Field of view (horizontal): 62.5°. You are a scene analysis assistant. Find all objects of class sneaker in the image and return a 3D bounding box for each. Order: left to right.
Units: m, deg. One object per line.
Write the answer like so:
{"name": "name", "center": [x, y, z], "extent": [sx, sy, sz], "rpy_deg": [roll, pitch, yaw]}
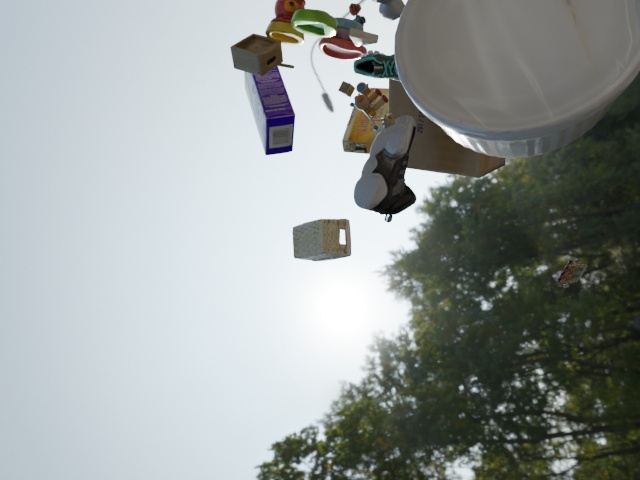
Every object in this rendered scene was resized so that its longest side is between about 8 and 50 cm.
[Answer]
{"name": "sneaker", "center": [0.140, -0.353, 1.083], "extent": [0.076, 0.167, 0.064], "rpy_deg": [-33, -52, -45]}
{"name": "sneaker", "center": [0.194, -0.179, 1.362], "extent": [0.153, 0.101, 0.268], "rpy_deg": [32, -98, -42]}

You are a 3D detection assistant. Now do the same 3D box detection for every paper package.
{"name": "paper package", "center": [0.353, -0.356, 1.457], "extent": [0.168, 0.310, 0.324], "rpy_deg": [-30, -55, -46]}

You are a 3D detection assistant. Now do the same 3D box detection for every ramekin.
{"name": "ramekin", "center": [0.236, -0.224, 0.629], "extent": [0.127, 0.273, 0.272], "rpy_deg": [32, -139, -62]}

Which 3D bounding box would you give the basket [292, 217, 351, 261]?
{"name": "basket", "center": [0.000, 0.000, 1.553], "extent": [0.103, 0.167, 0.113], "rpy_deg": [2, -100, -36]}

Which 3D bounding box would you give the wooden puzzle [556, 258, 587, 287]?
{"name": "wooden puzzle", "center": [0.520, 0.069, 1.091], "extent": [0.006, 0.049, 0.083], "rpy_deg": [48, -113, -15]}

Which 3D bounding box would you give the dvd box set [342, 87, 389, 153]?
{"name": "dvd box set", "center": [0.314, -0.420, 1.867], "extent": [0.062, 0.421, 0.307], "rpy_deg": [77, -154, -51]}

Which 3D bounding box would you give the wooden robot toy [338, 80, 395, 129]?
{"name": "wooden robot toy", "center": [0.107, -0.338, 1.262], "extent": [0.173, 0.076, 0.079], "rpy_deg": [50, -164, 22]}

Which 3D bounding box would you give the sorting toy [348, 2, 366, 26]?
{"name": "sorting toy", "center": [0.143, -0.822, 1.928], "extent": [0.102, 0.042, 0.061], "rpy_deg": [42, -131, -43]}

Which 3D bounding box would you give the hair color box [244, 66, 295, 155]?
{"name": "hair color box", "center": [-0.183, -0.487, 1.839], "extent": [0.110, 0.185, 0.338], "rpy_deg": [-10, -120, -13]}

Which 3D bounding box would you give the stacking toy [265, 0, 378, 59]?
{"name": "stacking toy", "center": [0.018, -0.655, 1.564], "extent": [0.309, 0.279, 0.130], "rpy_deg": [9, -87, -23]}

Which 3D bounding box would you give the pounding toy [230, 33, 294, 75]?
{"name": "pounding toy", "center": [-0.175, -0.561, 1.617], "extent": [0.141, 0.130, 0.100], "rpy_deg": [-47, -32, -35]}

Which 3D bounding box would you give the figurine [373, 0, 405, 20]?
{"name": "figurine", "center": [0.109, -0.610, 1.235], "extent": [0.215, 0.092, 0.209], "rpy_deg": [45, -169, 23]}
